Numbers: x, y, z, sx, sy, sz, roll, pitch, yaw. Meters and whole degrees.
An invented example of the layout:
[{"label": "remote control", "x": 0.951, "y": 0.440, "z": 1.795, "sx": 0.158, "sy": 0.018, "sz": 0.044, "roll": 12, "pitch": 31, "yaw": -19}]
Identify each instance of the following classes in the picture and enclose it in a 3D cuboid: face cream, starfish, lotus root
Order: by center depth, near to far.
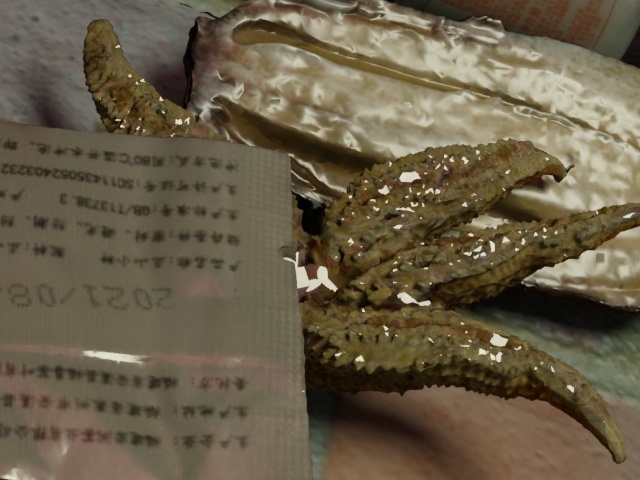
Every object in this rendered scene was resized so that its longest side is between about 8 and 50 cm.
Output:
[{"label": "starfish", "x": 0.026, "y": 0.007, "z": 0.900, "sx": 0.293, "sy": 0.084, "sz": 0.301, "roll": -3, "pitch": 55, "yaw": -4}, {"label": "lotus root", "x": 0.073, "y": -0.047, "z": 1.016, "sx": 0.329, "sy": 0.078, "sz": 0.167, "roll": 18, "pitch": 66, "yaw": -7}, {"label": "face cream", "x": 0.085, "y": -0.190, "z": 1.128, "sx": 0.251, "sy": 0.101, "sz": 0.101, "roll": 19, "pitch": 47, "yaw": -10}]

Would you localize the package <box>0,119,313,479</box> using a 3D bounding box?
[{"label": "package", "x": -0.133, "y": 0.037, "z": 0.804, "sx": 0.250, "sy": 0.062, "sz": 0.204, "roll": -4, "pitch": 59, "yaw": -2}]
